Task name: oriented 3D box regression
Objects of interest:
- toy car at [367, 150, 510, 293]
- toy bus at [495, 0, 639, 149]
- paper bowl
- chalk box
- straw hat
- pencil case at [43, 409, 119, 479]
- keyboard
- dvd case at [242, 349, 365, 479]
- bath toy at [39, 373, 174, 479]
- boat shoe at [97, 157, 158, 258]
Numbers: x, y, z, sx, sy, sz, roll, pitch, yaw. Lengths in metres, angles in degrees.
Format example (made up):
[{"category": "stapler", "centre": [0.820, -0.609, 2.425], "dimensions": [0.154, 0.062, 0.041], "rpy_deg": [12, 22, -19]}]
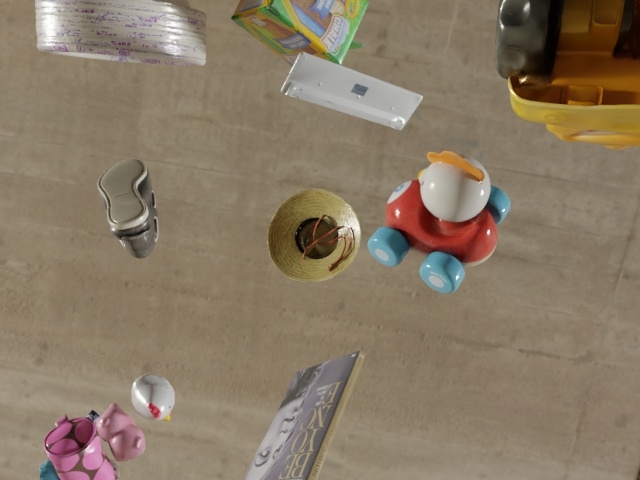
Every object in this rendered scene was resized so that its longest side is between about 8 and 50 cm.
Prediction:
[{"category": "toy car", "centre": [0.208, -0.078, 0.987], "dimensions": [0.210, 0.238, 0.219], "rpy_deg": [27, -120, 27]}, {"category": "toy bus", "centre": [0.195, -0.143, 0.377], "dimensions": [0.149, 0.220, 0.211], "rpy_deg": [8, 166, 16]}, {"category": "paper bowl", "centre": [-0.344, -0.392, 1.011], "dimensions": [0.284, 0.148, 0.284], "rpy_deg": [4, -165, -1]}, {"category": "chalk box", "centre": [-0.018, -0.382, 0.998], "dimensions": [0.213, 0.132, 0.132], "rpy_deg": [29, 171, -35]}, {"category": "straw hat", "centre": [0.000, 0.000, 0.832], "dimensions": [0.144, 0.144, 0.061], "rpy_deg": [15, 175, 26]}, {"category": "pencil case", "centre": [-0.389, 0.393, 0.970], "dimensions": [0.098, 0.209, 0.095], "rpy_deg": [20, -142, 40]}, {"category": "keyboard", "centre": [0.058, -0.238, 0.941], "dimensions": [0.256, 0.072, 0.014], "rpy_deg": [8, -146, -35]}, {"category": "dvd case", "centre": [-0.029, 0.261, 0.801], "dimensions": [0.018, 0.164, 0.221], "rpy_deg": [41, -131, -16]}, {"category": "bath toy", "centre": [-0.475, 0.467, 1.335], "dimensions": [0.151, 0.348, 0.129], "rpy_deg": [50, 172, -27]}, {"category": "boat shoe", "centre": [-0.414, -0.076, 1.252], "dimensions": [0.112, 0.095, 0.335], "rpy_deg": [-16, -146, -11]}]
